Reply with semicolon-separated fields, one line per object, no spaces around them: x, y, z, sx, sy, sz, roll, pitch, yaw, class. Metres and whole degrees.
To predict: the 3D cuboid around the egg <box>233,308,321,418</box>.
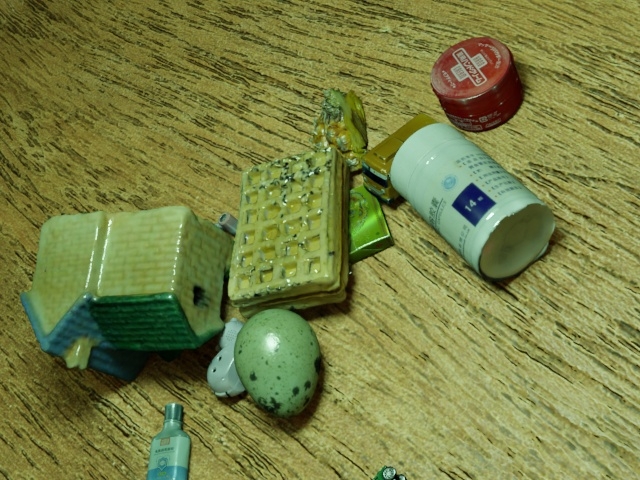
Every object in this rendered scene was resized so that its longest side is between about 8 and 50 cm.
-0.084;0.248;1.827;0.177;0.177;0.228;-22;61;13;egg

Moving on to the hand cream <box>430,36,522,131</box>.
0.356;-0.353;2.051;0.193;0.125;0.193;-13;54;19;hand cream

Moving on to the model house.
-0.399;0.135;1.989;0.382;0.334;0.342;-8;65;27;model house

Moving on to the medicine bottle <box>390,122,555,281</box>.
0.301;-0.086;1.848;0.190;0.190;0.332;-39;48;-2;medicine bottle

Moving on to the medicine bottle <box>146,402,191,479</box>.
-0.316;0.444;1.890;0.090;0.053;0.208;-14;52;19;medicine bottle

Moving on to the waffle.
-0.067;-0.020;1.994;0.261;0.114;0.376;-15;51;22;waffle

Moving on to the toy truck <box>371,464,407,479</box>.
0.144;0.478;1.617;0.079;0.065;0.147;-41;50;1;toy truck

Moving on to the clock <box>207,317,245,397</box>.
-0.193;0.251;1.945;0.117;0.080;0.176;5;63;46;clock

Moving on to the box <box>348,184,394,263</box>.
0.000;0.000;2.044;0.311;0.043;0.173;-25;49;10;box

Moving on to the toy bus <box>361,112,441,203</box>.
0.189;-0.185;2.014;0.201;0.114;0.098;-37;49;-17;toy bus

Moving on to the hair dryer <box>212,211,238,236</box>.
-0.241;-0.037;2.194;0.114;0.063;0.037;-2;57;45;hair dryer

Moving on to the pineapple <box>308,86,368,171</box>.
0.017;-0.274;2.157;0.140;0.164;0.249;-20;54;24;pineapple
